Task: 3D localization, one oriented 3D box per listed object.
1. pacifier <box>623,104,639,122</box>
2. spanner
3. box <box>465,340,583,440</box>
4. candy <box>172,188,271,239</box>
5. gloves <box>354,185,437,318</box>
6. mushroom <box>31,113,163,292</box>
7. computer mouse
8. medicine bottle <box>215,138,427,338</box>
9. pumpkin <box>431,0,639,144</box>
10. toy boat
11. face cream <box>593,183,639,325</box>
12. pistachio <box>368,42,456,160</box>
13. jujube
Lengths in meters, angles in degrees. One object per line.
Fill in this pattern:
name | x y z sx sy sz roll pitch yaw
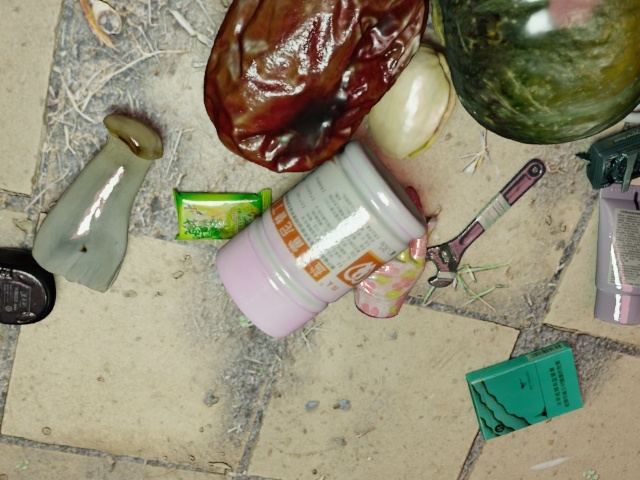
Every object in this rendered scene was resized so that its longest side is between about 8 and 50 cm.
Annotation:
pacifier | 0.605 -0.275 1.146 0.287 0.225 0.238 -5 130 -4
spanner | 0.309 -0.037 1.303 0.087 0.024 0.316 40 102 -13
box | 0.437 0.323 1.445 0.227 0.042 0.160 -19 111 0
candy | -0.179 -0.045 1.231 0.179 0.032 0.102 0 110 -8
gloves | 0.139 0.020 1.254 0.145 0.126 0.241 11 117 -6
mushroom | -0.373 -0.064 1.169 0.159 0.122 0.328 14 114 -51
computer mouse | -0.588 0.079 1.195 0.234 0.096 0.137 10 114 -15
medicine bottle | 0.000 0.000 1.144 0.316 0.202 0.202 -39 111 13
pumpkin | 0.329 -0.360 0.966 0.344 0.454 0.454 -8 112 13
toy boat | 0.610 -0.164 1.253 0.246 0.103 0.092 -18 136 -5
face cream | 0.606 0.027 1.338 0.154 0.096 0.273 5 97 -6
pistachio | 0.155 -0.239 1.162 0.145 0.117 0.200 28 118 23
jujube | -0.014 -0.289 1.035 0.277 0.276 0.376 27 107 -16
